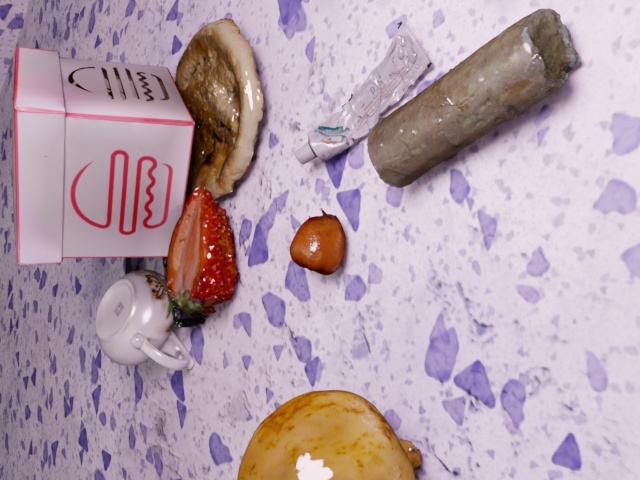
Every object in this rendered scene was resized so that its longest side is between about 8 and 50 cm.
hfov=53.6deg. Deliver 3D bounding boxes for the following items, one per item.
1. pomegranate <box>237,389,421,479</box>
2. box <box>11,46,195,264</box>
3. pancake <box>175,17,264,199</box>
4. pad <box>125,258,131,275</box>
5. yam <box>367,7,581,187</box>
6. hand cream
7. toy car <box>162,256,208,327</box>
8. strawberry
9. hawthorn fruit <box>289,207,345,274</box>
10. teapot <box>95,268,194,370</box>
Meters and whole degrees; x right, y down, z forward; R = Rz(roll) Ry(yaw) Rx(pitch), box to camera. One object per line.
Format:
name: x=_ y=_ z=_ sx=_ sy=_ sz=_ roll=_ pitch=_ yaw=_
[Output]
pomegranate: x=0.017 y=0.309 z=0.778 sx=0.248 sy=0.248 sz=0.248 roll=-6 pitch=83 yaw=51
box: x=-0.432 y=-0.165 z=1.231 sx=0.314 sy=0.299 sz=0.312 roll=-122 pitch=39 yaw=-49
pancake: x=-0.211 y=-0.242 z=1.212 sx=0.356 sy=0.065 sz=0.356 roll=7 pitch=99 yaw=52
pad: x=-0.461 y=0.126 z=1.517 sx=0.127 sy=0.004 sz=0.190 roll=164 pitch=107 yaw=-66
yam: x=0.166 y=-0.156 z=0.728 sx=0.259 sy=0.093 sz=0.093 roll=-31 pitch=64 yaw=46
hand cream: x=0.054 y=-0.189 z=0.903 sx=0.257 sy=0.050 sz=0.084 roll=-42 pitch=58 yaw=33
toy car: x=-0.274 y=0.098 z=1.269 sx=0.062 sy=0.071 sz=0.165 roll=-51 pitch=49 yaw=55
strawberry: x=-0.219 y=0.023 z=1.185 sx=0.174 sy=0.098 sz=0.228 roll=-19 pitch=70 yaw=48
hawthorn fruit: x=0.000 y=0.000 z=0.931 sx=0.081 sy=0.081 sz=0.093 roll=19 pitch=89 yaw=50
teapot: x=-0.375 y=0.170 z=1.331 sx=0.204 sy=0.139 sz=0.298 roll=-49 pitch=45 yaw=8
